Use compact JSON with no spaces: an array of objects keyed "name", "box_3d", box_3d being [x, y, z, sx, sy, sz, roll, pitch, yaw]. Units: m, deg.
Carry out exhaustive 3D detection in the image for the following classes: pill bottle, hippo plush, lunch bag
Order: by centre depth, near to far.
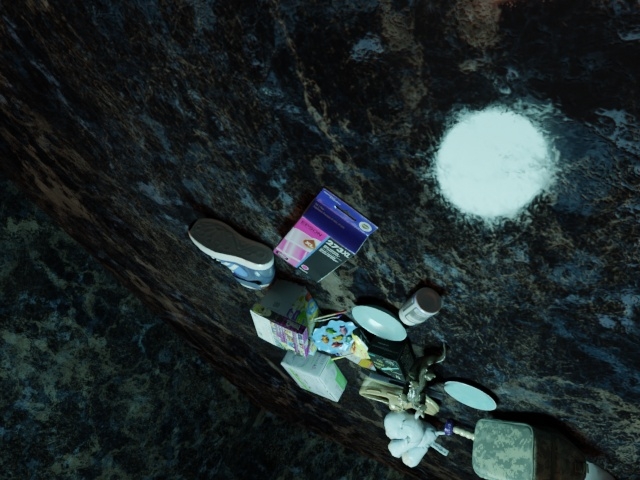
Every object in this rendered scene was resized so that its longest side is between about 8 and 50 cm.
[{"name":"pill bottle","box_3d":[0.278,0.190,1.294,0.078,0.078,0.137,31,151,1]},{"name":"lunch bag","box_3d":[0.719,0.752,1.592,0.256,0.213,0.305,21,157,-16]},{"name":"hippo plush","box_3d":[0.389,0.857,1.993,0.294,0.234,0.236,13,162,34]}]

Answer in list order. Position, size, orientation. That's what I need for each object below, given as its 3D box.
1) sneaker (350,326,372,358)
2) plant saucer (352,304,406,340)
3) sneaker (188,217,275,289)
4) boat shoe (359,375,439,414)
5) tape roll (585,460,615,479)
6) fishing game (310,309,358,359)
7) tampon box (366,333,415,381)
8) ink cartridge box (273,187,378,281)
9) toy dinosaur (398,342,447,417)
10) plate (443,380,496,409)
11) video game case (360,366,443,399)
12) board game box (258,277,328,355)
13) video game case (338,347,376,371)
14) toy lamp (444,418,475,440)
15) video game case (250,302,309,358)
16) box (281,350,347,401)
[{"name":"sneaker","box_3d":[0.146,0.386,1.669,0.094,0.082,0.208,-16,137,17]},{"name":"plant saucer","box_3d":[0.200,0.263,1.520,0.194,0.037,0.195,24,149,15]},{"name":"sneaker","box_3d":[-0.313,0.069,1.620,0.322,0.130,0.236,23,146,5]},{"name":"boat shoe","box_3d":[0.331,0.676,1.945,0.341,0.110,0.122,13,146,31]},{"name":"tape roll","box_3d":[0.942,0.902,1.717,0.286,0.100,0.286,23,149,15]},{"name":"fishing game","box_3d":[0.058,0.367,1.713,0.189,0.041,0.264,-14,128,6]},{"name":"tampon box","box_3d":[0.252,0.405,1.619,0.120,0.101,0.161,12,146,32]},{"name":"ink cartridge box","box_3d":[0.000,0.000,1.293,0.175,0.069,0.371,36,148,-6]},{"name":"toy dinosaur","box_3d":[0.331,0.460,1.535,0.121,0.160,0.314,12,105,7]},{"name":"plate","box_3d":[0.539,0.551,1.647,0.188,0.024,0.188,24,151,14]},{"name":"video game case","box_3d":[0.299,0.536,1.729,0.274,0.026,0.196,16,169,-2]},{"name":"board game box","box_3d":[-0.096,0.291,1.738,0.144,0.142,0.275,11,144,33]},{"name":"video game case","box_3d":[0.201,0.484,1.868,0.285,0.025,0.204,29,150,7]},{"name":"toy lamp","box_3d":[0.653,0.818,1.886,0.274,0.080,0.080,6,142,37]},{"name":"video game case","box_3d":[-0.142,0.329,1.649,0.210,0.042,0.232,22,149,17]},{"name":"box","box_3d":[-0.028,0.645,2.225,0.231,0.127,0.262,8,143,35]}]
